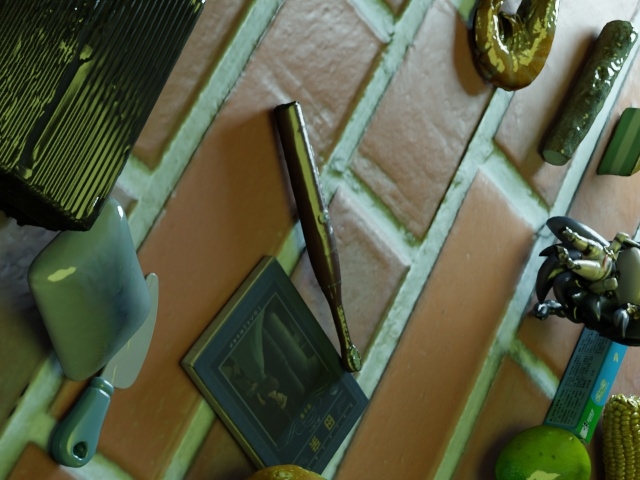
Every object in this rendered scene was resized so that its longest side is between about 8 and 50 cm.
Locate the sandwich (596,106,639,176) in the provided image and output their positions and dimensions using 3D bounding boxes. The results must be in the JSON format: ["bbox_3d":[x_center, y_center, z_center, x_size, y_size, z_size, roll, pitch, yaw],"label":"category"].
[{"bbox_3d":[0.492,-0.158,2.300,0.116,0.074,0.074,-32,116,-39],"label":"sandwich"}]

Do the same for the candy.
[{"bbox_3d":[-0.246,0.054,1.537,0.138,0.071,0.174,-49,146,-33],"label":"candy"}]

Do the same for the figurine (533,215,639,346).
[{"bbox_3d":[0.433,0.066,2.159,0.265,0.197,0.175,25,80,-10],"label":"figurine"}]

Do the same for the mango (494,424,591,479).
[{"bbox_3d":[0.326,0.330,2.119,0.178,0.119,0.100,-15,121,-46],"label":"mango"}]

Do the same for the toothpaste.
[{"bbox_3d":[0.433,0.191,2.263,0.050,0.065,0.266,49,58,-39],"label":"toothpaste"}]

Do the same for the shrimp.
[{"bbox_3d":[0.296,-0.338,2.103,0.150,0.068,0.248,34,73,-35],"label":"shrimp"}]

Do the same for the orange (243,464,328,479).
[{"bbox_3d":[-0.052,0.388,1.693,0.158,0.179,0.237,-2,95,-48],"label":"orange"}]

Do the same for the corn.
[{"bbox_3d":[0.506,0.386,2.327,0.106,0.106,0.293,-12,97,-45],"label":"corn"}]

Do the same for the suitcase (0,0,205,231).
[{"bbox_3d":[-0.272,-0.199,1.462,0.229,0.152,0.335,40,65,-38],"label":"suitcase"}]

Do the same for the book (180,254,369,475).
[{"bbox_3d":[-0.050,0.179,1.797,0.191,0.025,0.269,-52,125,-31],"label":"book"}]

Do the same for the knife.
[{"bbox_3d":[-0.230,0.147,1.616,0.058,0.032,0.244,48,55,-34],"label":"knife"}]

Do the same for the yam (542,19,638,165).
[{"bbox_3d":[0.419,-0.230,2.235,0.061,0.061,0.274,49,60,-35],"label":"yam"}]

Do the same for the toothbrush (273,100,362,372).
[{"bbox_3d":[-0.001,0.000,1.822,0.041,0.041,0.364,-26,108,-42],"label":"toothbrush"}]
